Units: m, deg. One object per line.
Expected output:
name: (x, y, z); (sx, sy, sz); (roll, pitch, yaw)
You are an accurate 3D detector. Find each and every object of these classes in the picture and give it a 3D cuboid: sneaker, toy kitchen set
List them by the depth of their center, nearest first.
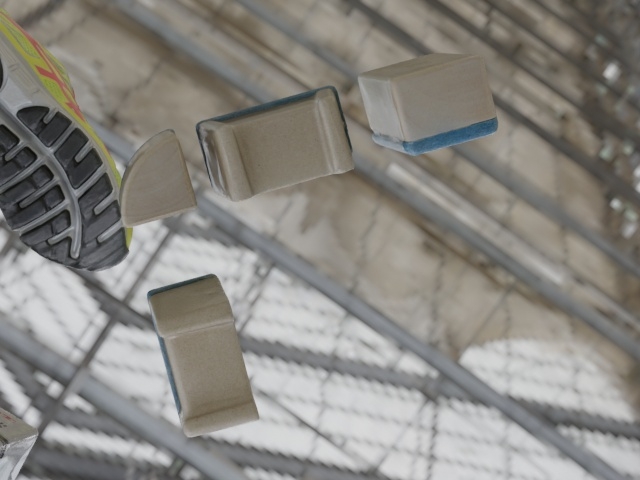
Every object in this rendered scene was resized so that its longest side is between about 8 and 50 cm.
toy kitchen set: (0.000, 0.000, 1.008); (0.122, 0.207, 0.166); (-134, 29, -80)
sneaker: (-0.182, -0.076, 1.175); (0.208, 0.081, 0.094); (58, -160, -3)

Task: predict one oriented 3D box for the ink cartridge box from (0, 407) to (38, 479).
ink cartridge box: (-0.389, 0.174, 1.537); (0.211, 0.121, 0.289); (29, -179, 5)
